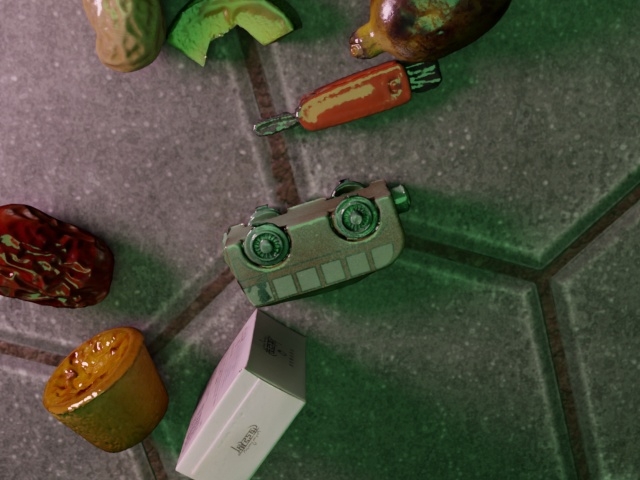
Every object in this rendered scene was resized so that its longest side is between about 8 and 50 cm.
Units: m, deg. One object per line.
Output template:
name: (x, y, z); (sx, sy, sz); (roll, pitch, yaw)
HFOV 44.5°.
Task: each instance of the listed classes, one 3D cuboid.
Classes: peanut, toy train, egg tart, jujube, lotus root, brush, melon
peanut: (-0.284, -0.418, 1.178); (0.153, 0.140, 0.325); (1, 108, -19)
toy train: (0.000, 0.000, 1.306); (0.327, 0.129, 0.159); (-18, 111, 2)
egg tart: (-0.352, 0.260, 1.341); (0.203, 0.202, 0.147); (-30, 116, 6)
jujube: (-0.455, 0.030, 1.289); (0.230, 0.155, 0.155); (16, 104, -13)
lotus root: (0.182, -0.371, 1.202); (0.314, 0.141, 0.169); (-35, 99, 8)
brush: (0.042, -0.234, 1.286); (0.323, 0.051, 0.070); (-17, 112, 0)
melon: (-0.144, -0.346, 1.242); (0.210, 0.064, 0.118); (-22, 110, 7)

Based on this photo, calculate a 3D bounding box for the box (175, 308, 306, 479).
box: (-0.122, 0.260, 1.296); (0.116, 0.274, 0.203); (32, 101, -8)
